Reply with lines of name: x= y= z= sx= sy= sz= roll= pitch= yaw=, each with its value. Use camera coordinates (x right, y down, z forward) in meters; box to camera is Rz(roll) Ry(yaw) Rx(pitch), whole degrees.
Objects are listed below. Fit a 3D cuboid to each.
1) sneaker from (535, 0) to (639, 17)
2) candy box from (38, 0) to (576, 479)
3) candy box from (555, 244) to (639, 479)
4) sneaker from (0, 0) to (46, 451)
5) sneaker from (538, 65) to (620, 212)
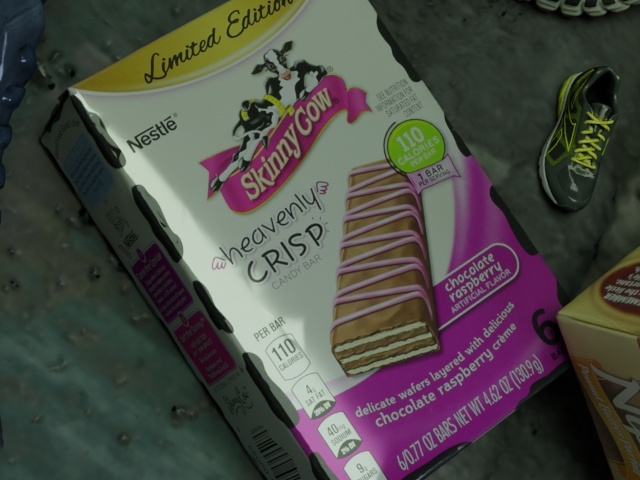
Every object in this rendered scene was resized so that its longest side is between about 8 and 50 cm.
sneaker: x=0.111 y=-0.176 z=0.867 sx=0.225 sy=0.093 sz=0.088 roll=3 pitch=72 yaw=-20
candy box: x=0.000 y=0.000 z=0.781 sx=0.159 sy=0.071 sz=0.233 roll=-33 pitch=87 yaw=-26
candy box: x=0.274 y=0.032 z=0.828 sx=0.316 sy=0.087 sz=0.183 roll=-35 pitch=116 yaw=-26
sneaker: x=-0.170 y=0.010 z=0.688 sx=0.148 sy=0.131 sz=0.350 roll=35 pitch=74 yaw=-6
sneaker: x=0.137 y=-0.056 z=0.871 sx=0.031 sy=0.035 sz=0.083 roll=16 pitch=69 yaw=-15
